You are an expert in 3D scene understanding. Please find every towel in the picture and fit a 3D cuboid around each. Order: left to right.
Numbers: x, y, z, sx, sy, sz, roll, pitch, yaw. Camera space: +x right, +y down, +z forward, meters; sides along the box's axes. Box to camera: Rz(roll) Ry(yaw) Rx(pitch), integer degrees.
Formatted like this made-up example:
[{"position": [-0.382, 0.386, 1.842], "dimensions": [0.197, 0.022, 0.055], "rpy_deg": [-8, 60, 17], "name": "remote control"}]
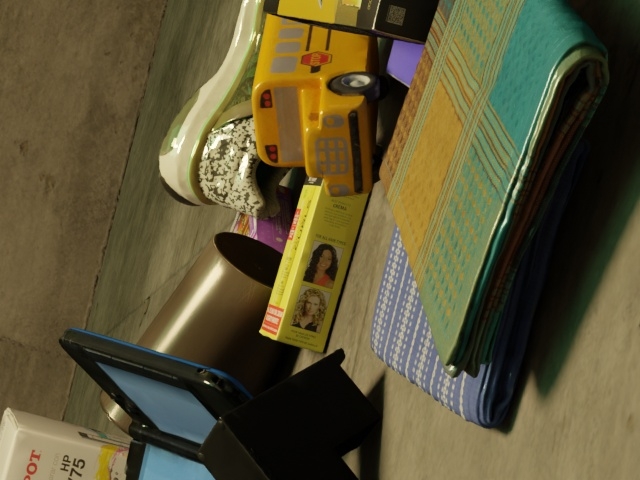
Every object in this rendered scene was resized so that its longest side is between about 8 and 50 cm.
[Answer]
[{"position": [0.122, 0.009, 1.502], "dimensions": [0.336, 0.040, 0.243], "rpy_deg": [-151, 76, -75], "name": "towel"}, {"position": [0.126, -0.092, 1.428], "dimensions": [0.370, 0.040, 0.271], "rpy_deg": [-104, 31, -64], "name": "towel"}]

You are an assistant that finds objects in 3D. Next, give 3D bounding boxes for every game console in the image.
[{"position": [-0.159, 0.245, 1.846], "dimensions": [0.293, 0.250, 0.173], "rpy_deg": [11, 58, 47], "name": "game console"}]

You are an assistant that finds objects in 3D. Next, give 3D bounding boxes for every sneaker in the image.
[{"position": [-0.022, -0.195, 2.181], "dimensions": [0.182, 0.158, 0.410], "rpy_deg": [31, 95, 35], "name": "sneaker"}]

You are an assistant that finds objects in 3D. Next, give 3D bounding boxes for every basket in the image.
[{"position": [-0.117, 0.117, 2.067], "dimensions": [0.154, 0.204, 0.227], "rpy_deg": [45, 113, 37], "name": "basket"}]

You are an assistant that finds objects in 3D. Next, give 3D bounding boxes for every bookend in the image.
[{"position": [-0.001, 0.204, 1.647], "dimensions": [0.157, 0.156, 0.072], "rpy_deg": [-28, -19, -38], "name": "bookend"}]

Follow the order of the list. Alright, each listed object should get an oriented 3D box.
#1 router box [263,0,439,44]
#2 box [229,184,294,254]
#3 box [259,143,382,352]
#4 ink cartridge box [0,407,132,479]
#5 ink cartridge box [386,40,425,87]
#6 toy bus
[{"position": [0.061, -0.345, 1.690], "dimensions": [0.243, 0.081, 0.309], "rpy_deg": [21, 99, 62], "name": "router box"}, {"position": [-0.106, 0.094, 2.253], "dimensions": [0.201, 0.057, 0.293], "rpy_deg": [-97, 27, -60], "name": "box"}, {"position": [0.000, 0.000, 1.944], "dimensions": [0.087, 0.058, 0.232], "rpy_deg": [-164, 90, -75], "name": "box"}, {"position": [-0.274, 0.339, 2.188], "dimensions": [0.197, 0.270, 0.198], "rpy_deg": [-171, 97, -76], "name": "ink cartridge box"}, {"position": [0.117, -0.231, 1.681], "dimensions": [0.206, 0.045, 0.208], "rpy_deg": [41, 117, 60], "name": "ink cartridge box"}, {"position": [0.003, -0.169, 1.883], "dimensions": [0.333, 0.130, 0.108], "rpy_deg": [-84, -9, -58], "name": "toy bus"}]
